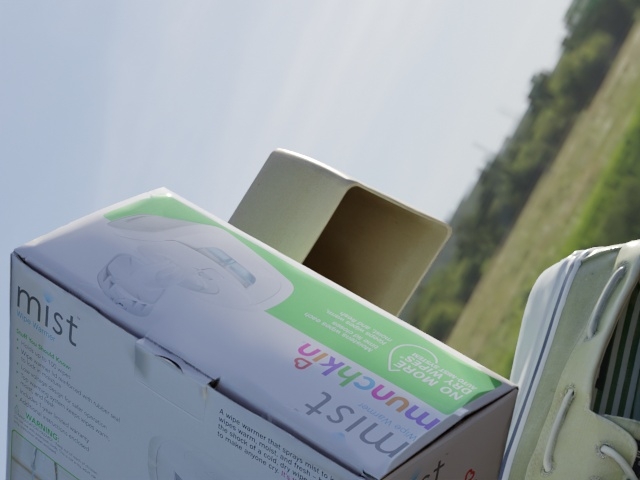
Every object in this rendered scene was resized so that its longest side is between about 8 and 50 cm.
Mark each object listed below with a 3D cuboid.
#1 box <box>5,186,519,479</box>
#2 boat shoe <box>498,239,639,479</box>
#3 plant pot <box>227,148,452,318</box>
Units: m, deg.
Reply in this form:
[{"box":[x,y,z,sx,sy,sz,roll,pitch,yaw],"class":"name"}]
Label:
[{"box":[-0.048,0.134,0.912,0.127,0.262,0.231,-26,-47,-44],"class":"box"},{"box":[0.155,0.126,0.958,0.094,0.109,0.302,-36,36,54],"class":"boat shoe"},{"box":[0.000,0.000,1.095,0.109,0.096,0.109,23,-77,-45],"class":"plant pot"}]
